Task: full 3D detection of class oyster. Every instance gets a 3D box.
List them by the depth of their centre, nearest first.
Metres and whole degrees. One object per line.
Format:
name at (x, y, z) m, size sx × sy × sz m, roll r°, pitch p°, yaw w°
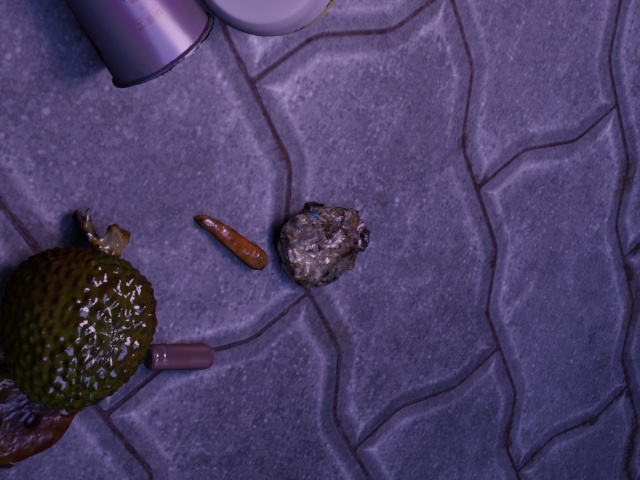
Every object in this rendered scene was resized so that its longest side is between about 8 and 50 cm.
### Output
oyster at (0.006, 0.005, 1.893) m, size 0.198 × 0.092 × 0.259 m, roll -44°, pitch 133°, yaw -7°

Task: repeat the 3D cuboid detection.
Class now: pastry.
pastry at (-0.534, 0.289, 1.603) m, size 0.219 × 0.100 × 0.228 m, roll 21°, pitch 95°, yaw -41°

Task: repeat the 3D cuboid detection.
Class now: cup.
cup at (-0.321, -0.406, 1.399) m, size 0.203 × 0.203 × 0.288 m, roll -44°, pitch 124°, yaw -13°

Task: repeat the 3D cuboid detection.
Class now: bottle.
bottle at (-0.280, 0.230, 1.800) m, size 0.140 × 0.053 × 0.053 m, roll 5°, pitch 107°, yaw -39°

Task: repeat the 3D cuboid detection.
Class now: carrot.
carrot at (-0.172, 0.003, 1.784) m, size 0.191 × 0.047 × 0.047 m, roll 38°, pitch 86°, yaw -40°

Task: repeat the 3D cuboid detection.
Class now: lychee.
lychee at (-0.402, 0.127, 1.516) m, size 0.270 × 0.320 × 0.269 m, roll 3°, pitch 121°, yaw 5°

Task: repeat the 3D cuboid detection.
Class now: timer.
timer at (-0.074, -0.482, 1.529) m, size 0.285 × 0.285 × 0.285 m, roll -16°, pitch 120°, yaw -31°
